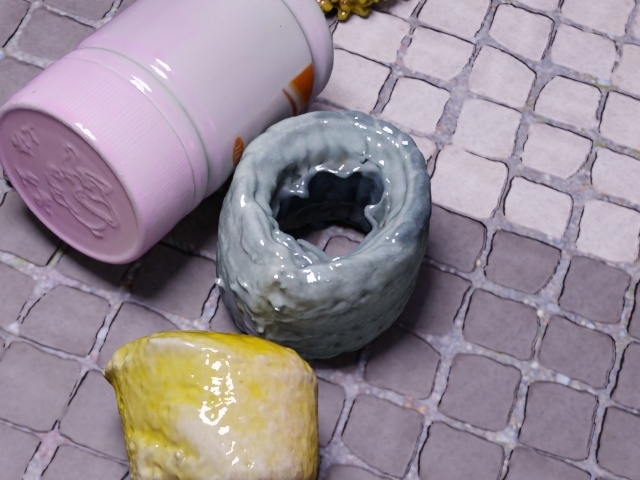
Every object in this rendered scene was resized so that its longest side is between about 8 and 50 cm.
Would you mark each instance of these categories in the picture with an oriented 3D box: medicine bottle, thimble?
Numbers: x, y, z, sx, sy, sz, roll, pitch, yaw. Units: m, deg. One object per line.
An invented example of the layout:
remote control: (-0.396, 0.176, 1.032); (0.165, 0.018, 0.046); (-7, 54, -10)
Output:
medicine bottle: (-0.152, -0.143, 1.370); (0.202, 0.202, 0.316); (35, 55, 14)
thimble: (0.000, 0.000, 1.352); (0.205, 0.172, 0.250); (28, 54, 12)

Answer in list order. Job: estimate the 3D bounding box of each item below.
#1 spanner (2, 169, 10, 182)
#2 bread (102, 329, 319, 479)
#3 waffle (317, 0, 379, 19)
spanner: (-0.178, -0.084, 1.464); (0.325, 0.026, 0.093); (-6, 57, -15)
bread: (-0.097, 0.167, 1.220); (0.197, 0.197, 0.170); (-1, 64, -9)
waffle: (0.019, -0.355, 1.648); (0.197, 0.070, 0.193); (1, 57, -5)
